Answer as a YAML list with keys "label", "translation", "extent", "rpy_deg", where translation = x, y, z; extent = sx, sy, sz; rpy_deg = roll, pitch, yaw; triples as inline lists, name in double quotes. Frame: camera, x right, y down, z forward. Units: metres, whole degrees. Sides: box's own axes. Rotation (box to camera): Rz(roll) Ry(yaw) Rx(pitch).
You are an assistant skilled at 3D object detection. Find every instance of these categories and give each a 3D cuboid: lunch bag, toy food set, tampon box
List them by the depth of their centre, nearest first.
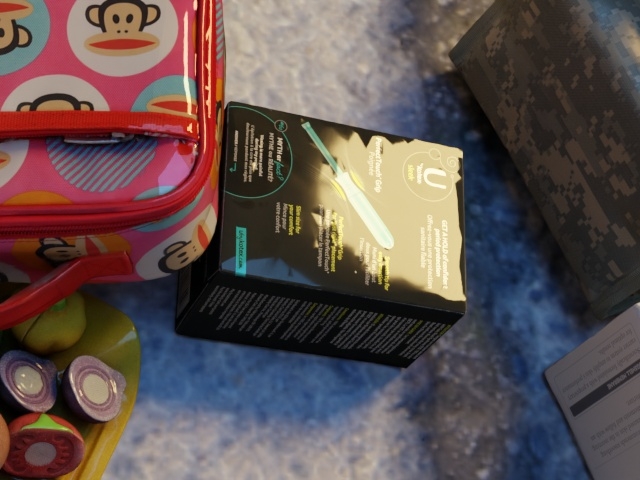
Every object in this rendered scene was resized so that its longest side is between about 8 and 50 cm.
- label: "toy food set"
  translation: [-0.178, 0.104, 0.952]
  extent: [0.128, 0.071, 0.217]
  rpy_deg: [26, 59, -8]
- label: "lunch bag"
  translation: [-0.202, -0.072, 0.967]
  extent: [0.293, 0.120, 0.258]
  rpy_deg: [-2, 66, 0]
- label: "tampon box"
  translation: [0.000, 0.000, 1.055]
  extent: [0.161, 0.101, 0.120]
  rpy_deg: [11, 62, -17]
- label: "lunch bag"
  translation: [0.281, -0.098, 1.180]
  extent: [0.287, 0.169, 0.235]
  rpy_deg: [-12, 66, -34]

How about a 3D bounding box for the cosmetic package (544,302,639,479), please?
- label: "cosmetic package"
  translation: [0.308, 0.137, 1.089]
  extent: [0.224, 0.138, 0.224]
  rpy_deg: [-14, 73, -27]
